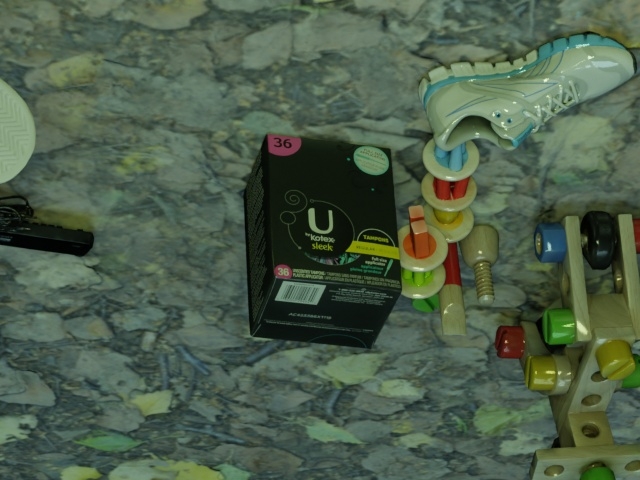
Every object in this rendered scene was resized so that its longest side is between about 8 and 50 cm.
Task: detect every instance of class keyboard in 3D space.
[{"bbox_3d":[-0.305,-0.021,1.749,0.192,0.038,0.100,8,168,-18],"label":"keyboard"}]

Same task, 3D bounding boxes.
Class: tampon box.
[{"bbox_3d":[0.000,0.000,1.680,0.120,0.161,0.101,6,144,-14],"label":"tampon box"}]

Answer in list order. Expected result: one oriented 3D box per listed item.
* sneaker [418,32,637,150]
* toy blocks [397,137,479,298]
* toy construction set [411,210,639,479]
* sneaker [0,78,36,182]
[{"bbox_3d":[0.181,-0.117,1.595,0.190,0.083,0.071,-14,143,13],"label":"sneaker"},{"bbox_3d":[0.104,-0.033,1.682,0.054,0.123,0.148,21,149,14],"label":"toy blocks"},{"bbox_3d":[0.232,0.116,1.805,0.308,0.237,0.257,18,141,-28],"label":"toy construction set"},{"bbox_3d":[-0.353,-0.152,1.353,0.169,0.108,0.292,11,147,53],"label":"sneaker"}]
